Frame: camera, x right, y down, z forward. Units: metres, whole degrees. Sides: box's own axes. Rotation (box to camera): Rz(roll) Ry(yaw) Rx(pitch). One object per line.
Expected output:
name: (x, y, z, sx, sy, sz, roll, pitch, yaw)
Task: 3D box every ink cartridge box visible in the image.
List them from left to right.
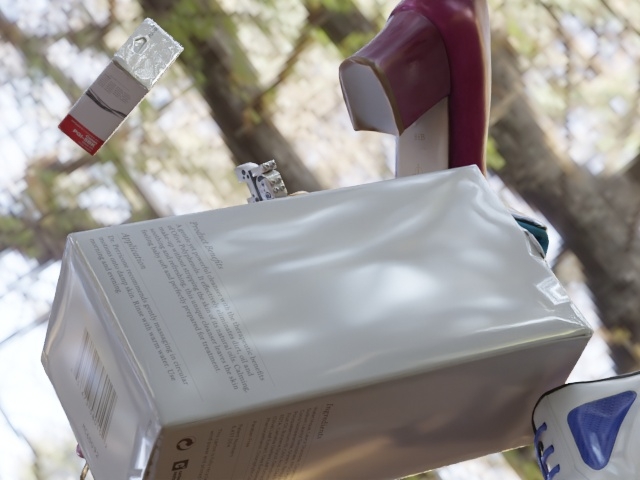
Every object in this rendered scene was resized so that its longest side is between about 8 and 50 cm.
ink cartridge box: (-0.225, -0.173, 1.984, 0.135, 0.056, 0.099, -42, 11, 43)

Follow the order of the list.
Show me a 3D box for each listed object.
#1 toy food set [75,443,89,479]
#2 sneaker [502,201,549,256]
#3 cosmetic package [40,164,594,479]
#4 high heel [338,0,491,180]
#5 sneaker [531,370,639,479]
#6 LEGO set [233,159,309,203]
toy food set: (-0.234, 0.182, 1.791, 0.078, 0.019, 0.122, -75, -15, -61)
sneaker: (0.089, 0.018, 1.848, 0.340, 0.139, 0.125, -21, -65, -32)
cosmetic package: (-0.004, 0.080, 1.350, 0.365, 0.197, 0.155, -8, -41, -28)
high heel: (0.134, -0.056, 1.642, 0.181, 0.127, 0.377, -41, -47, -33)
sneaker: (0.210, 0.203, 1.285, 0.315, 0.127, 0.182, -45, 25, -18)
LEGO set: (0.000, 0.000, 1.986, 0.087, 0.227, 0.093, -24, 1, -40)
